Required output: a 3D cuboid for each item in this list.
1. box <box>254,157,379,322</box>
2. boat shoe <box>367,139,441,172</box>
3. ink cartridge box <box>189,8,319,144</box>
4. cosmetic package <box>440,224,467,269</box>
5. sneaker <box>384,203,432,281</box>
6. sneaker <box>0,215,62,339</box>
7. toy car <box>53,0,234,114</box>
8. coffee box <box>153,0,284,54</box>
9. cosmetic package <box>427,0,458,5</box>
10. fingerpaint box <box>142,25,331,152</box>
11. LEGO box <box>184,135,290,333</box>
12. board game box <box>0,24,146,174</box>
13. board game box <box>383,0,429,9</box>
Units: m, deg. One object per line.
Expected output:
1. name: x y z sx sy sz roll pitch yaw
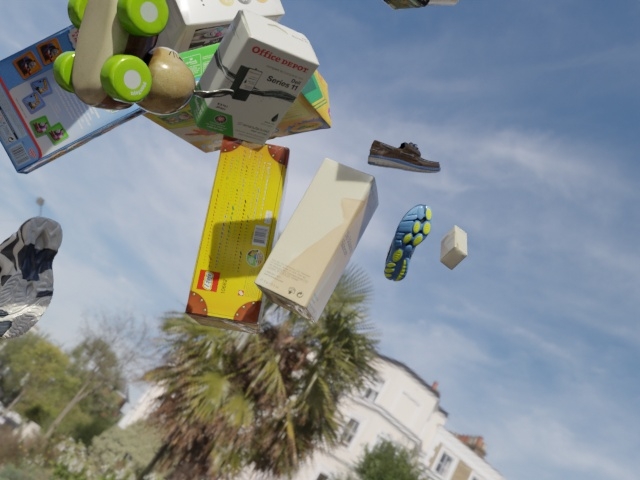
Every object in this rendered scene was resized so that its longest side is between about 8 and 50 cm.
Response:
1. box: 0.000 0.000 1.221 0.121 0.311 0.148 24 -15 18
2. boat shoe: 0.204 -0.199 1.366 0.183 0.066 0.066 7 5 -18
3. ink cartridge box: -0.124 -0.290 1.056 0.153 0.086 0.208 9 -45 -37
4. cosmetic package: 0.335 0.017 1.456 0.041 0.115 0.060 36 -61 -8
5. sneaker: 0.180 -0.001 1.235 0.067 0.078 0.188 16 -59 -7
6. sneaker: -0.581 0.074 1.107 0.094 0.234 0.153 18 -21 -42
7. toy car: -0.204 -0.220 0.727 0.155 0.148 0.188 20 6 41
8. coffee box: -0.371 -0.747 1.800 0.338 0.334 0.337 -26 -95 59
9. cosmetic package: 0.235 -0.626 1.224 0.117 0.231 0.085 -4 -5 -14
10. fingerpaint box: -0.235 -0.421 1.694 0.445 0.163 0.371 -8 -12 17
11. LEGO box: -0.229 0.002 1.695 0.193 0.500 0.372 10 -14 -3
12. board game box: -0.395 -0.220 0.874 0.160 0.212 0.039 62 -2 -2
13. board game box: 0.111 -0.510 1.119 0.186 0.026 0.126 25 7 -29
